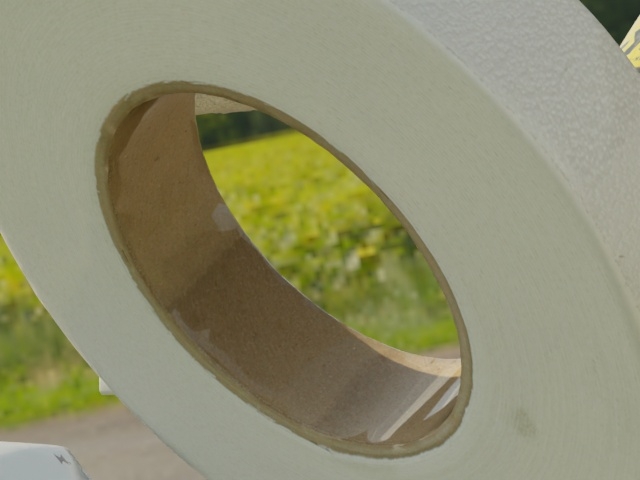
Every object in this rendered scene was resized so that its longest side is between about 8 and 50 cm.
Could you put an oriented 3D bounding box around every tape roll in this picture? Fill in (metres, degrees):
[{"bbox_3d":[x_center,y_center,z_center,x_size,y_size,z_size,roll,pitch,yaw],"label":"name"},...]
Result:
[{"bbox_3d":[0.000,0.000,0.835,0.392,0.392,0.072,-7,31,48],"label":"tape roll"}]

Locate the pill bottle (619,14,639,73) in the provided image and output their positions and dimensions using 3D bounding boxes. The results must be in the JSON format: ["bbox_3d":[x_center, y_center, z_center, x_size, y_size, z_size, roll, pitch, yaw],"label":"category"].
[{"bbox_3d":[0.218,-0.065,1.136,0.119,0.119,0.208,-8,32,37],"label":"pill bottle"}]

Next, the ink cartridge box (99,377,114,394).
[{"bbox_3d":[-0.091,0.088,1.383,0.122,0.052,0.088,-2,-1,31],"label":"ink cartridge box"}]

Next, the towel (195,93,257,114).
[{"bbox_3d":[-0.179,-0.115,1.179,0.187,0.049,0.282,-7,14,-42],"label":"towel"}]

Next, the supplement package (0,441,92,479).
[{"bbox_3d":[-0.157,0.245,0.991,0.145,0.262,0.204,-50,-25,11],"label":"supplement package"}]
